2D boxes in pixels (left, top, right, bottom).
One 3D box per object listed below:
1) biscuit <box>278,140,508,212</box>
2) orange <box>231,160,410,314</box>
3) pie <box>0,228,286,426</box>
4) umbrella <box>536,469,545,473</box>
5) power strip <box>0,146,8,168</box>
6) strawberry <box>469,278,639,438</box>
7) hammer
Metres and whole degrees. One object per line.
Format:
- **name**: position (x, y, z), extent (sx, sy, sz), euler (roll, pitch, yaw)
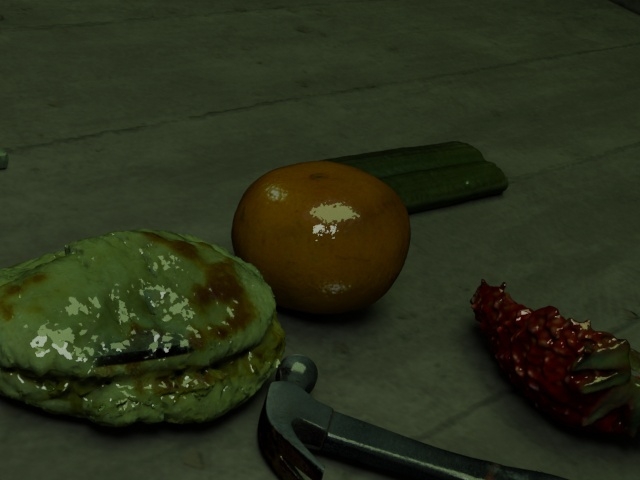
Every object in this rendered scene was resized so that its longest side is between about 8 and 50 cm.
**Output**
- **biscuit**: position (0.079, -0.067, 1.311), extent (0.322, 0.038, 0.099), euler (-11, 42, -43)
- **orange**: position (0.000, 0.000, 1.047), extent (0.156, 0.124, 0.156), euler (-1, 26, 1)
- **pie**: position (-0.139, 0.055, 0.894), extent (0.248, 0.090, 0.201), euler (-13, 41, -39)
- **umbrella**: position (0.218, 0.204, 0.914), extent (0.122, 0.013, 0.022), euler (25, 16, 16)
- **power strip**: position (-0.329, -0.091, 1.131), extent (0.040, 0.016, 0.090), euler (-11, 39, -44)
- **strawberry**: position (0.209, 0.111, 1.031), extent (0.167, 0.087, 0.208), euler (29, -4, -22)
- **hammer**: position (0.093, 0.170, 0.876), extent (0.289, 0.037, 0.137), euler (19, 27, 2)
